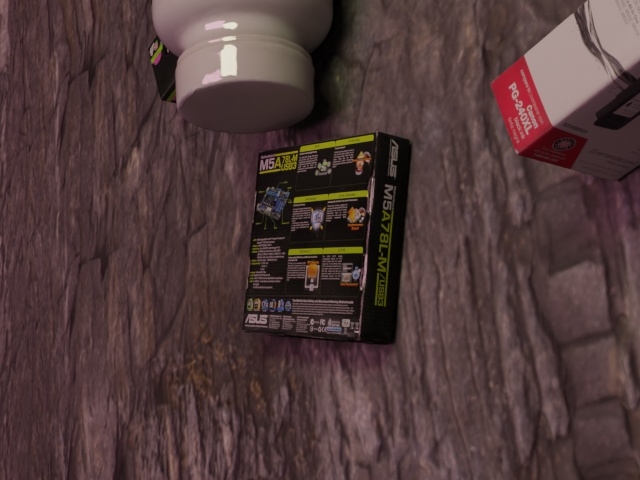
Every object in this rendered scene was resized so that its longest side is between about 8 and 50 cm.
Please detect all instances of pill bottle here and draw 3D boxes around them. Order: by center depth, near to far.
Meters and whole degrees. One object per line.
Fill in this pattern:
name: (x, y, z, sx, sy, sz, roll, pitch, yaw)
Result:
pill bottle: (-0.078, -0.274, 1.042, 0.176, 0.176, 0.319, -23, 65, 48)

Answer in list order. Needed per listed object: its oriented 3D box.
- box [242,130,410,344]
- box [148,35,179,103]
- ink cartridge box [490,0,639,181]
box: (0.000, 0.000, 0.990, 0.190, 0.045, 0.184, -4, 77, 53)
box: (-0.158, -0.207, 1.234, 0.062, 0.052, 0.083, -46, 49, 39)
ink cartridge box: (0.205, -0.110, 0.689, 0.150, 0.109, 0.063, -40, 52, 41)
